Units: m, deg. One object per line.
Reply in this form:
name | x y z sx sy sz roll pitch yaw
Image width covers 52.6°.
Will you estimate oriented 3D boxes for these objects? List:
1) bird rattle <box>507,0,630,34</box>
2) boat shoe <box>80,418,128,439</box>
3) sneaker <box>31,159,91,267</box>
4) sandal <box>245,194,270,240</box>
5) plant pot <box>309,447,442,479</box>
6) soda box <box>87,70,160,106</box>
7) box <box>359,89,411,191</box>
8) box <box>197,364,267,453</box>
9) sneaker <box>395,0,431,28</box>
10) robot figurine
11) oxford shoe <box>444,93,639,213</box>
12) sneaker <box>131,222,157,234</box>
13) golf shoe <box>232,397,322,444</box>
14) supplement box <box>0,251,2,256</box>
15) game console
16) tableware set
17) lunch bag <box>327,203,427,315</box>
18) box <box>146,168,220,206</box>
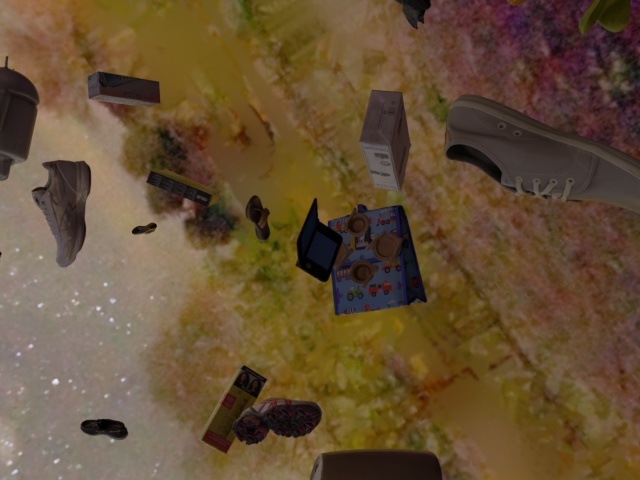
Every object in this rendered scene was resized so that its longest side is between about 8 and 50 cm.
bird rattle | 0.286 -0.375 0.775 0.143 0.206 0.254 73 180 -69
boat shoe | -0.526 0.450 1.567 0.046 0.125 0.038 -58 -28 -52
sneaker | -0.729 -0.077 1.804 0.114 0.152 0.305 18 102 58
sandal | -0.164 -0.061 1.820 0.049 0.072 0.180 10 145 21
plant pot | 0.116 0.605 1.557 0.273 0.257 0.256 17 -178 -7
soda box | -0.509 -0.392 1.690 0.183 0.058 0.063 -4 -91 -49
box | 0.188 -0.274 1.832 0.087 0.169 0.290 8 163 16
box | -0.245 0.470 1.810 0.087 0.232 0.058 35 159 -10
sneaker | 0.221 -0.559 1.463 0.089 0.051 0.170 41 159 2
robot figurine | -0.957 -0.361 1.925 0.199 0.354 0.300 12 174 -29
oxford shoe | 0.420 -0.127 1.177 0.449 0.130 0.169 27 174 22
sneaker | -0.571 -0.030 2.105 0.031 0.083 0.035 61 151 24
golf shoe | -0.070 0.298 1.127 0.068 0.186 0.086 61 -144 -15
supplement box | -0.666 0.044 1.251 0.043 0.083 0.055 46 139 0
game console | 0.000 0.000 1.258 0.107 0.122 0.071 33 142 -14
tableware set | 0.083 0.019 1.383 0.168 0.141 0.020 34 175 29
lunch bag | 0.143 0.043 1.765 0.138 0.220 0.293 2 -103 -58
box | -0.401 -0.157 1.921 0.190 0.045 0.184 22 -171 -4
